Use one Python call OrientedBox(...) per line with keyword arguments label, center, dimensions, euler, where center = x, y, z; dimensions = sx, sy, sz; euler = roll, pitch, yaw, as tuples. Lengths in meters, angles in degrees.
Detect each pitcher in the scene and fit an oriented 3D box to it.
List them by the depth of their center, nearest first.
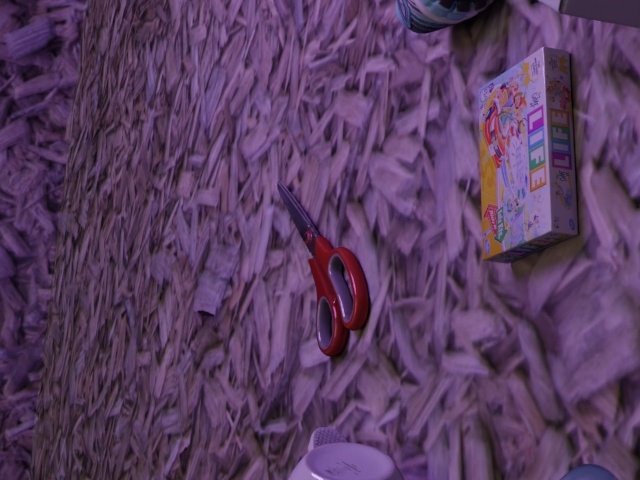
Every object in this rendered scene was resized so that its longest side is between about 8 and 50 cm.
OrientedBox(label="pitcher", center=(0.038, 0.302, 1.239), dimensions=(0.177, 0.125, 0.207), euler=(21, 115, 45))

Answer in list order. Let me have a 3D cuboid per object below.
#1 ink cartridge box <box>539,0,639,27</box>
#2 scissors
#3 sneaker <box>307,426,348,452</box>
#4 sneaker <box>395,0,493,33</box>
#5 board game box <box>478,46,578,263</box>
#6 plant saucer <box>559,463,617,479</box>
OrientedBox(label="ink cartridge box", center=(0.192, -0.210, 0.984), dimensions=(0.175, 0.127, 0.072), euler=(-126, 46, -58))
OrientedBox(label="scissors", center=(0.000, 0.000, 1.516), dimensions=(0.297, 0.021, 0.109), euler=(-105, 29, -44))
OrientedBox(label="sneaker", center=(0.007, 0.258, 1.381), dimensions=(0.070, 0.051, 0.134), euler=(-56, 39, 38))
OrientedBox(label="sneaker", center=(0.094, -0.326, 1.274), dimensions=(0.122, 0.110, 0.283), euler=(149, 124, -66))
OrientedBox(label="board game box", center=(0.168, -0.068, 1.128), dimensions=(0.103, 0.026, 0.154), euler=(150, 124, -61))
OrientedBox(label="plant saucer", center=(0.188, 0.223, 1.008), dimensions=(0.119, 0.021, 0.119), euler=(-173, 90, -66))
